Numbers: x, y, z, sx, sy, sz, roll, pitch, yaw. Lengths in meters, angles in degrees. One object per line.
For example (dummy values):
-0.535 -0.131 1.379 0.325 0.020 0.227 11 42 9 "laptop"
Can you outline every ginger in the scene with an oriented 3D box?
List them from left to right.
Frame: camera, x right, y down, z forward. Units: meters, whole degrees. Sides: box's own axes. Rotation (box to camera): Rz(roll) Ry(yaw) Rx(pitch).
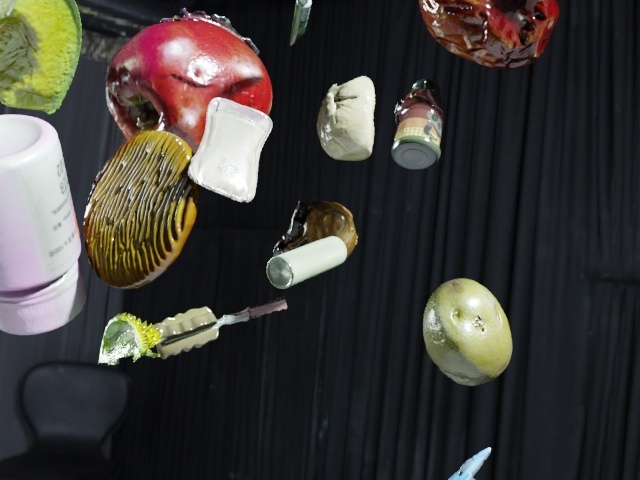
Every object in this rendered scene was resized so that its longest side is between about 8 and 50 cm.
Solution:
0.001 0.001 2.412 0.223 0.269 0.200 25 5 15 "ginger"

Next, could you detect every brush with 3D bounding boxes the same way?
-0.211 0.172 1.599 0.301 0.084 0.071 -17 27 -22 "brush"

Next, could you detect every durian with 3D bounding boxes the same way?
-0.368 0.201 1.457 0.086 0.100 0.215 33 -33 -34 "durian"

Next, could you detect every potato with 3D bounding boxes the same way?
0.273 0.173 1.356 0.159 0.174 0.251 14 -19 26 "potato"

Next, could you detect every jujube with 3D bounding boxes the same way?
0.445 -0.625 2.010 0.377 0.276 0.276 31 8 22 "jujube"

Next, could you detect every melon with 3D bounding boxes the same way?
-0.687 -0.472 1.668 0.331 0.343 0.226 37 24 -17 "melon"

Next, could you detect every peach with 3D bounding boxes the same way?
-0.306 -0.356 1.820 0.339 0.353 0.416 -44 -1 37 "peach"

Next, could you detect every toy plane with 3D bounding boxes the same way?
0.277 0.531 1.549 0.246 0.078 0.169 -38 16 -16 "toy plane"

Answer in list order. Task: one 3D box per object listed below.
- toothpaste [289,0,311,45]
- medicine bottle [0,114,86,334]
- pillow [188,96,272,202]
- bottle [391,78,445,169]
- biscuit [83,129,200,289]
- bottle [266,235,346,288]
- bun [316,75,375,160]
-0.043 -0.483 1.618 0.031 0.049 0.204 42 -13 3 "toothpaste"
-0.576 -0.024 1.417 0.219 0.388 0.219 -1 35 0 "medicine bottle"
-0.165 -0.174 1.381 0.131 0.232 0.038 22 -39 -15 "pillow"
0.274 -0.337 2.059 0.143 0.271 0.156 17 -32 -5 "bottle"
-0.349 -0.062 1.422 0.318 0.317 0.040 4 -11 39 "biscuit"
-0.026 0.045 1.609 0.072 0.072 0.202 4 14 36 "bottle"
0.057 -0.275 1.649 0.128 0.193 0.178 3 -1 2 "bun"
